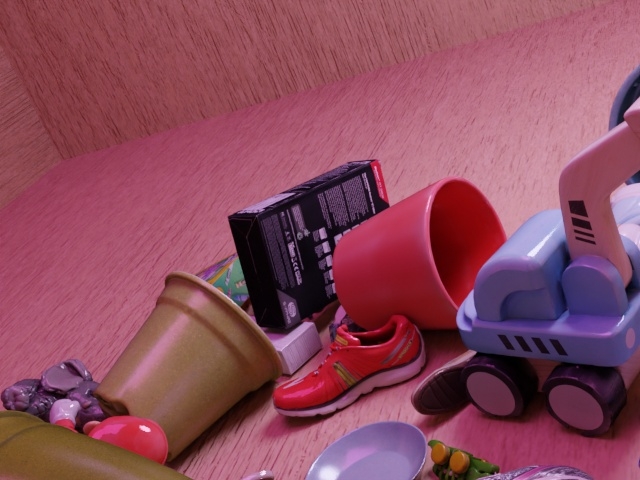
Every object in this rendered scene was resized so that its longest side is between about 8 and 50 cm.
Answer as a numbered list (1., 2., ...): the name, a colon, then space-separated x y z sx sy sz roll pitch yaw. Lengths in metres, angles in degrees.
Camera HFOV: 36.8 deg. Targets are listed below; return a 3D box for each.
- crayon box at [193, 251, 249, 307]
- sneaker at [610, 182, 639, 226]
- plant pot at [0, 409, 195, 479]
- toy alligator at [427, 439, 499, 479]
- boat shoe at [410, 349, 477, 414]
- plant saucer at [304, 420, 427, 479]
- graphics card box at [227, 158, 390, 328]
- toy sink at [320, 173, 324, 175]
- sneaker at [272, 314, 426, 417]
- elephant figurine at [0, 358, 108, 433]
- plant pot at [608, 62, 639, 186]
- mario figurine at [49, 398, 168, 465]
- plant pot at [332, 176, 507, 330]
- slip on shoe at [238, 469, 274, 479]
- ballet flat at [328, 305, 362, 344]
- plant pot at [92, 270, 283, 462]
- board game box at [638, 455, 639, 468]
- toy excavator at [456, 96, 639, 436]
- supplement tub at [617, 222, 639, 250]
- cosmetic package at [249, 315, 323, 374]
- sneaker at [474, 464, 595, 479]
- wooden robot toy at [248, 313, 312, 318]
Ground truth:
1. crayon box: -0.236 0.120 2.060 0.165 0.081 0.278 -27 11 23
2. sneaker: 0.649 -0.018 1.579 0.365 0.135 0.150 -8 44 39
3. plant pot: -0.285 0.419 1.224 0.352 0.367 0.366 2 31 24
4. toy alligator: 0.205 0.319 1.309 0.189 0.056 0.051 11 80 55
5. boat shoe: 0.213 0.220 1.524 0.190 0.068 0.072 -23 8 -26
6. plant saucer: 0.070 0.340 1.400 0.195 0.037 0.195 -21 22 9
7. graphics card box: 0.000 0.000 1.908 0.094 0.233 0.371 0 21 43
8. toy sink: 0.067 -0.079 2.238 0.234 0.131 0.153 0 32 43
9. sneaker: 0.038 0.204 1.637 0.279 0.118 0.107 -24 21 -3
10. elephant figurine: -0.488 0.322 1.882 0.239 0.186 0.169 -16 -23 -11
11. plant pot: 0.733 -0.240 1.747 0.341 0.341 0.334 -8 18 32
12. mario figurine: -0.353 0.359 1.568 0.320 0.198 0.170 -25 37 37
13. plant pot: 0.173 0.047 1.720 0.243 0.275 0.275 -19 20 38
14. slip on shoe: -0.129 0.396 1.471 0.135 0.051 0.041 -21 61 -16
15. ballet flat: 0.070 0.133 1.844 0.070 0.070 0.188 -9 26 31
16. plant pot: -0.250 0.239 1.698 0.276 0.276 0.254 7 48 51
17. board game box: 0.502 0.228 1.228 0.160 0.047 0.210 -10 26 31
18. toy excavator: 0.352 0.026 1.305 0.432 0.445 0.222 0 32 45
19. supplement tub: 0.455 0.048 1.555 0.199 0.144 0.144 -6 28 36
20. cosmetic package: -0.116 0.201 1.871 0.239 0.060 0.099 1 29 46
21. sneaker: 0.199 0.347 1.175 0.299 0.121 0.112 -9 6 1
22. wooden robot toy: -0.082 0.127 1.984 0.173 0.079 0.076 -17 23 14
